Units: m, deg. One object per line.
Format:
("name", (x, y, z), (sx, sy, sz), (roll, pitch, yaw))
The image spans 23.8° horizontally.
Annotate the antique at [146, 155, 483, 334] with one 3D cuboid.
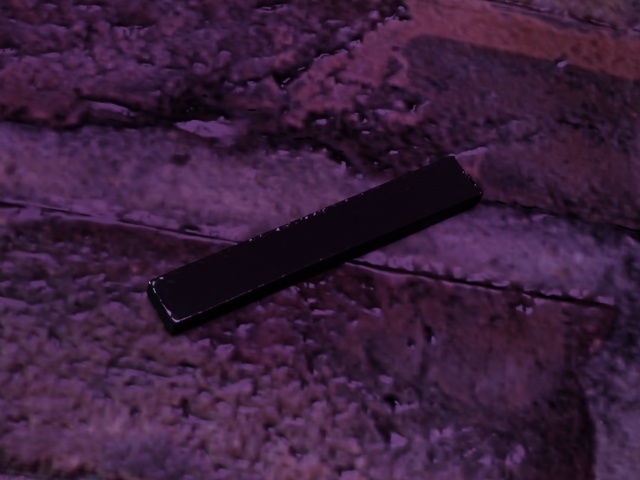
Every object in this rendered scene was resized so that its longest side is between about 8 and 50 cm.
("antique", (0.000, 0.000, 0.802), (0.192, 0.015, 0.031), (-22, 65, -23))
